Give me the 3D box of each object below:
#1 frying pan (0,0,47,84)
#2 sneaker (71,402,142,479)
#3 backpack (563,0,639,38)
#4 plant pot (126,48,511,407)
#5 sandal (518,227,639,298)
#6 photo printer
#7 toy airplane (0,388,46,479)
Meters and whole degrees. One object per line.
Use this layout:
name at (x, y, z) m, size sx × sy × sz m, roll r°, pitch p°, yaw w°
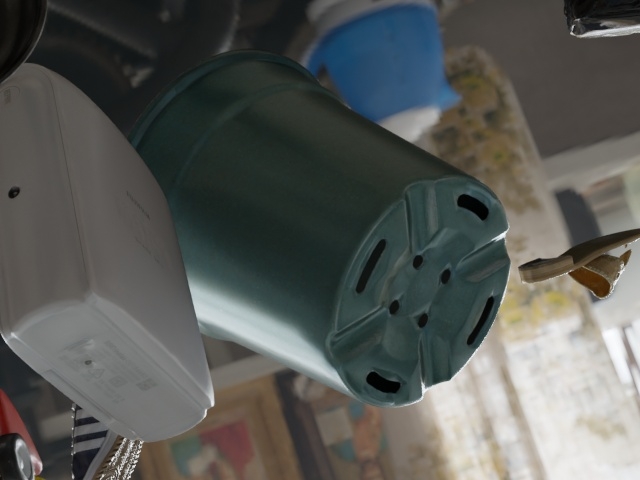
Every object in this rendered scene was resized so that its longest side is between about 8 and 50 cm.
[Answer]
frying pan at (-0.281, -0.233, 1.089) m, size 0.326 × 0.197 × 0.053 m, roll -63°, pitch 179°, yaw -24°
sneaker at (-0.337, 0.256, 2.032) m, size 0.099 × 0.153 × 0.282 m, roll 0°, pitch 113°, yaw -66°
backpack at (0.403, -0.427, 1.656) m, size 0.290 × 0.355 × 0.273 m, roll -8°, pitch -178°, yaw -2°
plant pot at (0.000, 0.000, 1.498) m, size 0.341 × 0.341 × 0.334 m, roll -10°, pitch -154°, yaw -40°
sandal at (0.375, 0.047, 1.950) m, size 0.240 × 0.079 × 0.088 m, roll -16°, pitch -175°, yaw -35°
photo printer at (-0.209, 0.002, 1.276) m, size 0.107 × 0.307 × 0.256 m, roll -24°, pitch 142°, yaw 9°
toy airplane at (-0.297, 0.389, 1.421) m, size 0.384 × 0.386 × 0.272 m, roll -60°, pitch 170°, yaw -3°
